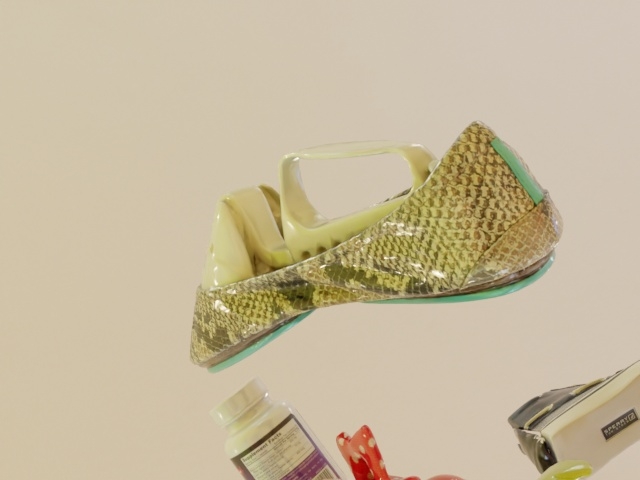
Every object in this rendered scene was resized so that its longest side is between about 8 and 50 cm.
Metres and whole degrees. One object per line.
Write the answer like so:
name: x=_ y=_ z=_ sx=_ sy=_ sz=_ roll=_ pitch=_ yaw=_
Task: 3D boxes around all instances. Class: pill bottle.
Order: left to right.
pill bottle: x=-0.056 y=0.276 z=1.106 sx=0.108 sy=0.108 sz=0.193 roll=-35 pitch=-94 yaw=-31

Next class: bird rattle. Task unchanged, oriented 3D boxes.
bird rattle: x=0.107 y=0.257 z=0.764 sx=0.253 sy=0.207 sz=0.143 roll=6 pitch=-109 yaw=9

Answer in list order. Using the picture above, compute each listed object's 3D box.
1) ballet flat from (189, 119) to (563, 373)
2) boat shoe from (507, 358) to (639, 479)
ballet flat: x=0.000 y=0.000 z=0.831 sx=0.164 sy=0.483 sz=0.182 roll=-41 pitch=-76 yaw=-44
boat shoe: x=0.445 y=0.242 z=1.300 sx=0.340 sy=0.158 sz=0.127 roll=-23 pitch=-81 yaw=-11
